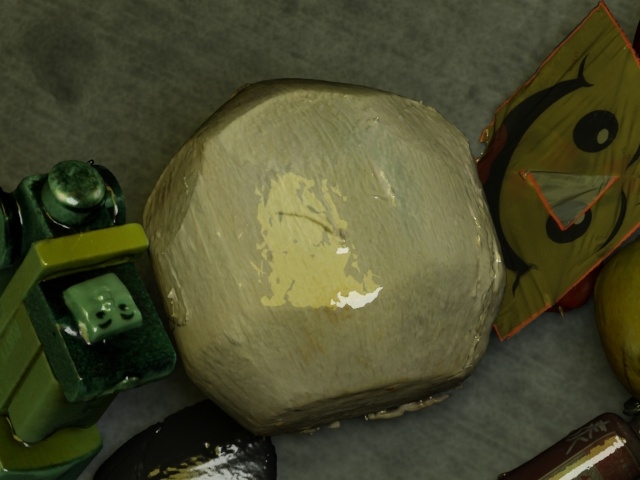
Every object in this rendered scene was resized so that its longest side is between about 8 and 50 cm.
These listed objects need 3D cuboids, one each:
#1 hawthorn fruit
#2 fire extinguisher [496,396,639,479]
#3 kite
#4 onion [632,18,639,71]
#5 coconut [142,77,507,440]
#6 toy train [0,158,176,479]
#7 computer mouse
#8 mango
[{"bbox_3d":[0.251,0.037,1.863,0.093,0.093,0.093,-3,71,8],"label":"hawthorn fruit"},{"bbox_3d":[0.279,0.229,1.782,0.252,0.075,0.106,-31,29,-3],"label":"fire extinguisher"},{"bbox_3d":[0.254,-0.073,1.825,0.327,0.013,0.377,8,75,55],"label":"kite"},{"bbox_3d":[0.455,-0.170,1.829,0.281,0.281,0.221,6,105,11],"label":"onion"},{"bbox_3d":[0.000,0.000,1.783,0.346,0.346,0.360,-16,75,3],"label":"coconut"},{"bbox_3d":[-0.283,0.091,1.798,0.160,0.397,0.253,-11,65,-35],"label":"toy train"},{"bbox_3d":[-0.150,0.245,1.858,0.217,0.073,0.122,-27,69,-2],"label":"computer mouse"},{"bbox_3d":[0.331,0.074,1.751,0.130,0.262,0.167,-20,91,1],"label":"mango"}]
